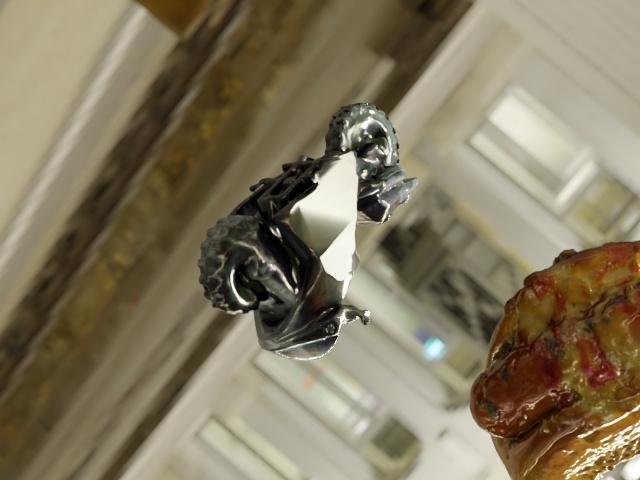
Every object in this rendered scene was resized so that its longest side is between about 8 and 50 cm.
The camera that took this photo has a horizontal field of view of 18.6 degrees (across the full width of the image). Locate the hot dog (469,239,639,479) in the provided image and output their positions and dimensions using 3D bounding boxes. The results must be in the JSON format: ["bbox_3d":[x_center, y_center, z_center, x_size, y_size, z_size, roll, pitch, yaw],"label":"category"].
[{"bbox_3d":[0.232,0.092,1.553,0.257,0.150,0.153,-30,139,16],"label":"hot dog"}]

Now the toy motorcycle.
[{"bbox_3d":[0.000,0.000,1.689,0.106,0.159,0.270,-5,-152,44],"label":"toy motorcycle"}]
